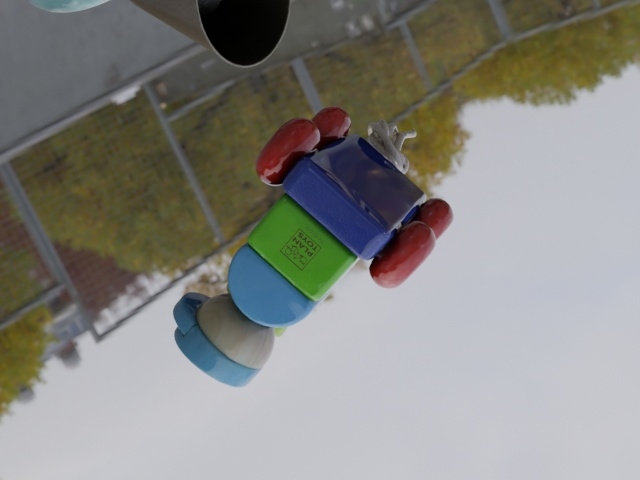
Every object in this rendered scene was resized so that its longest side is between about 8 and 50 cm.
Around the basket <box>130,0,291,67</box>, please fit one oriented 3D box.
[{"bbox_3d":[-0.170,-0.361,1.696,0.154,0.204,0.227,-26,-147,-31],"label":"basket"}]

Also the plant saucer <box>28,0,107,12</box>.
[{"bbox_3d":[-0.205,-0.371,1.197,0.318,0.044,0.317,-19,-125,29],"label":"plant saucer"}]

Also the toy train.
[{"bbox_3d":[0.000,0.000,0.756,0.143,0.105,0.248,-48,178,16],"label":"toy train"}]
